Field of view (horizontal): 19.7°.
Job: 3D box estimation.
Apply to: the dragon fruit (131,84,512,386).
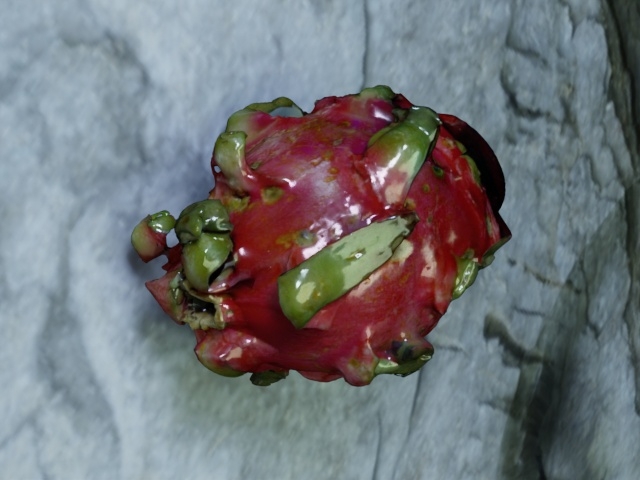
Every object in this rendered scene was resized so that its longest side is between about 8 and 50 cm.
[{"bbox_3d":[0.000,0.000,0.953,0.172,0.160,0.166,-38,156,-36],"label":"dragon fruit"}]
